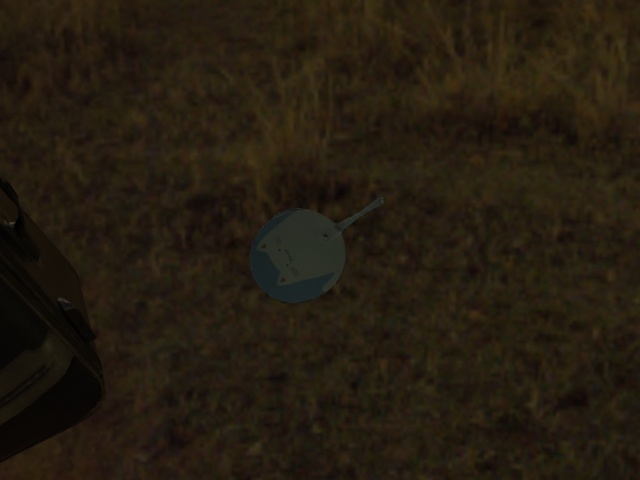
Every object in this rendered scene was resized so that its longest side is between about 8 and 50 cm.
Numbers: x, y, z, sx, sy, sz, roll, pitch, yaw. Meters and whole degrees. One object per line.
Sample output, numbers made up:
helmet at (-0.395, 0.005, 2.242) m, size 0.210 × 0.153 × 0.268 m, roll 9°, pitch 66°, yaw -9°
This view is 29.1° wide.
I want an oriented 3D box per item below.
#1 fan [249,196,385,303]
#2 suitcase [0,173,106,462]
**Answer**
fan at (0.000, 0.000, 1.409) m, size 0.175 × 0.005 × 0.113 m, roll -33°, pitch 69°, yaw 0°
suitcase at (-0.352, 0.027, 0.895) m, size 0.283 × 0.434 × 0.194 m, roll -29°, pitch 45°, yaw 3°
